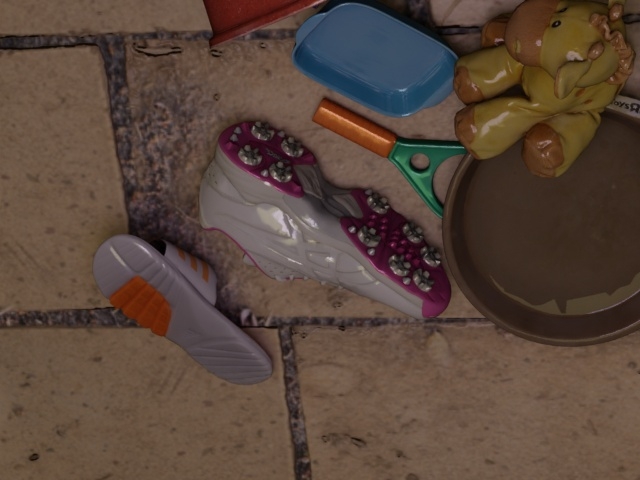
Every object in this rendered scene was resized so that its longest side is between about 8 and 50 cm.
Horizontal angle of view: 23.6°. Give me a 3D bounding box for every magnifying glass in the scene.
[{"bbox_3d":[0.099,-0.089,1.656,0.231,0.026,0.092,28,114,0],"label":"magnifying glass"}]

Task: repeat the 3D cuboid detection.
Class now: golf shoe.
[{"bbox_3d":[0.000,0.000,1.676,0.306,0.115,0.140,37,124,2],"label":"golf shoe"}]

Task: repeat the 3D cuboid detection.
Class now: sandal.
[{"bbox_3d":[-0.152,0.068,1.749,0.102,0.076,0.265,-23,127,33],"label":"sandal"}]

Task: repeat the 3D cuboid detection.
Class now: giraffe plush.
[{"bbox_3d":[0.233,-0.171,1.483,0.210,0.170,0.181,0,71,5],"label":"giraffe plush"}]

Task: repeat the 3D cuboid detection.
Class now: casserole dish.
[{"bbox_3d":[0.057,-0.194,1.577,0.188,0.037,0.114,24,133,-29],"label":"casserole dish"}]

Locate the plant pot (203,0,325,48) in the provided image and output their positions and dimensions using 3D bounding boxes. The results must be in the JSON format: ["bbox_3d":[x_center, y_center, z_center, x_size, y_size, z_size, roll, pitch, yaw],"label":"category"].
[{"bbox_3d":[-0.031,-0.351,1.411,0.272,0.272,0.265,-21,99,18],"label":"plant pot"}]

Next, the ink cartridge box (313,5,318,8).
[{"bbox_3d":[-0.064,-0.374,1.562,0.223,0.045,0.224,23,114,1],"label":"ink cartridge box"}]

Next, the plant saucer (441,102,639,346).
[{"bbox_3d":[0.267,-0.020,1.627,0.277,0.041,0.278,1,110,4],"label":"plant saucer"}]
